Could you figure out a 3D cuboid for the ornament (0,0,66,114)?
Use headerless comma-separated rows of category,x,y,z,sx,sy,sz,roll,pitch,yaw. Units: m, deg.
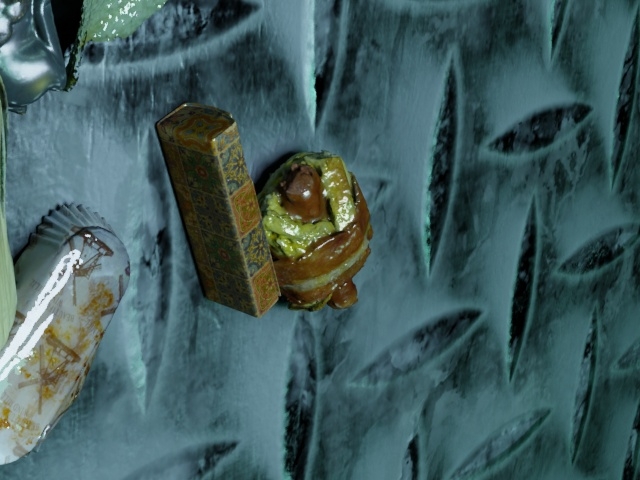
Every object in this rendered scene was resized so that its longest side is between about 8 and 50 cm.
ornament,-0.308,-0.148,0.950,0.236,0.080,0.202,-39,131,-40

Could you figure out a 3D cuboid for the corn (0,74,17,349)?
corn,-0.280,-0.011,0.954,0.123,0.122,0.305,-24,148,-29

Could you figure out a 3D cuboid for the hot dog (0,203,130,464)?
hot dog,-0.250,0.086,1.148,0.131,0.069,0.253,46,66,-42

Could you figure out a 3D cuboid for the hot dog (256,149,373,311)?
hot dog,0.000,0.000,1.404,0.146,0.103,0.213,-55,143,-22

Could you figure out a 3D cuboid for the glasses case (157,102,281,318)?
glasses case,-0.096,-0.028,1.288,0.049,0.075,0.218,-44,137,-36

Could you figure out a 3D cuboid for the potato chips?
potato chips,-0.173,-0.231,1.099,0.228,0.059,0.167,-57,154,-38
